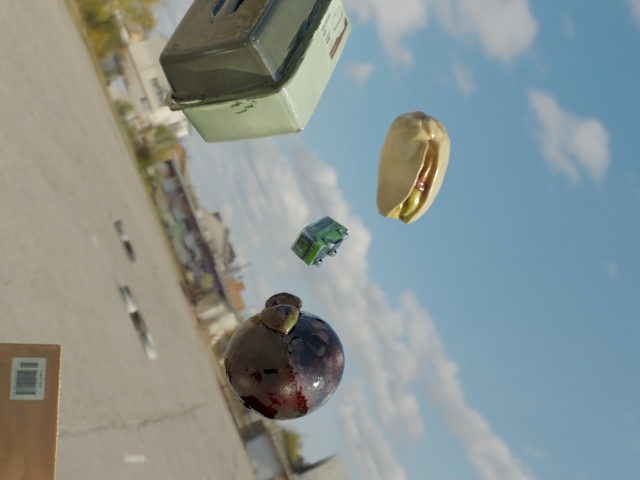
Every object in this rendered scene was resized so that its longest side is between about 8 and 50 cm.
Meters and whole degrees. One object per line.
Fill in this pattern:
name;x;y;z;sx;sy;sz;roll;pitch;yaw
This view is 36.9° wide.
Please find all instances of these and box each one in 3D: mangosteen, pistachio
mangosteen;-0.045;0.137;1.154;0.152;0.152;0.152;159;-90;-82
pistachio;0.162;-0.133;1.722;0.145;0.117;0.200;-138;-124;-60

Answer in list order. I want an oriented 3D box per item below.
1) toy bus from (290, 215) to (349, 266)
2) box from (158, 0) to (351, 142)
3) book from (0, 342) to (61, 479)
toy bus;0.000;0.000;0.978;0.037;0.031;0.083;38;23;9
box;-0.091;-0.285;1.398;0.166;0.221;0.290;58;40;-38
book;-0.636;0.296;1.626;0.028;0.374;0.262;122;-32;-62
